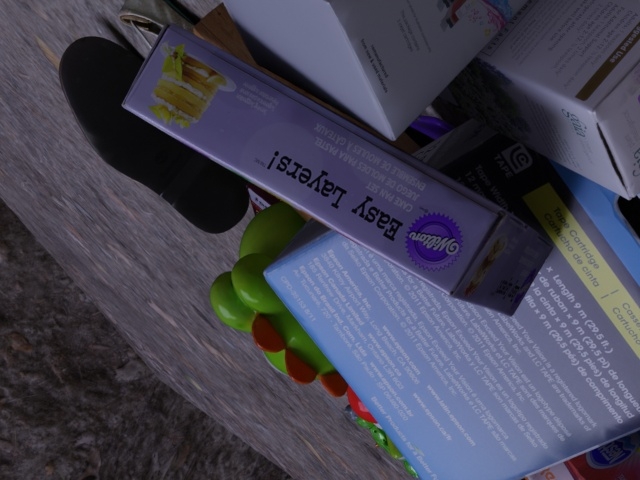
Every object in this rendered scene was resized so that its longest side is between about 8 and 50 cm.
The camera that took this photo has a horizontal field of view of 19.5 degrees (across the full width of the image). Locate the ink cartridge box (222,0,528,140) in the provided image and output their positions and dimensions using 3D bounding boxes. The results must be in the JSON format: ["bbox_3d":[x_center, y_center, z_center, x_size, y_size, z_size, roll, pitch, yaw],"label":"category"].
[{"bbox_3d":[0.041,-0.179,1.106,0.128,0.176,0.127,31,161,38],"label":"ink cartridge box"}]

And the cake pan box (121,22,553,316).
[{"bbox_3d":[0.022,-0.040,1.228,0.245,0.070,0.267,32,-177,13],"label":"cake pan box"}]

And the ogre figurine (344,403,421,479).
[{"bbox_3d":[0.113,0.213,2.295,0.197,0.118,0.097,49,166,-24],"label":"ogre figurine"}]

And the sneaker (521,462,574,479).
[{"bbox_3d":[0.242,0.202,1.708,0.126,0.127,0.321,48,-158,4],"label":"sneaker"}]

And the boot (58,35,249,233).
[{"bbox_3d":[-0.213,-0.130,2.201,0.305,0.112,0.115,48,177,-34],"label":"boot"}]

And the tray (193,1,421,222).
[{"bbox_3d":[0.051,-0.031,1.672,0.411,0.076,0.203,44,166,17],"label":"tray"}]

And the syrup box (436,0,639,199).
[{"bbox_3d":[0.128,-0.128,1.185,0.237,0.096,0.093,31,165,40],"label":"syrup box"}]

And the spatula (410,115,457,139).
[{"bbox_3d":[0.049,-0.149,1.504,0.296,0.030,0.084,46,169,-16],"label":"spatula"}]

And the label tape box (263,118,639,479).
[{"bbox_3d":[0.163,0.030,1.406,0.347,0.115,0.249,-31,101,37],"label":"label tape box"}]

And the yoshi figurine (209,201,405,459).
[{"bbox_3d":[0.049,0.073,1.863,0.362,0.203,0.203,29,-174,-32],"label":"yoshi figurine"}]

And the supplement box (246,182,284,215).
[{"bbox_3d":[0.000,0.000,2.041,0.130,0.073,0.239,38,165,18],"label":"supplement box"}]

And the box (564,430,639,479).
[{"bbox_3d":[0.290,0.198,1.412,0.154,0.142,0.300,57,-179,-12],"label":"box"}]

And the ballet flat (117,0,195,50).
[{"bbox_3d":[-0.133,-0.191,1.856,0.168,0.052,0.057,37,166,20],"label":"ballet flat"}]
